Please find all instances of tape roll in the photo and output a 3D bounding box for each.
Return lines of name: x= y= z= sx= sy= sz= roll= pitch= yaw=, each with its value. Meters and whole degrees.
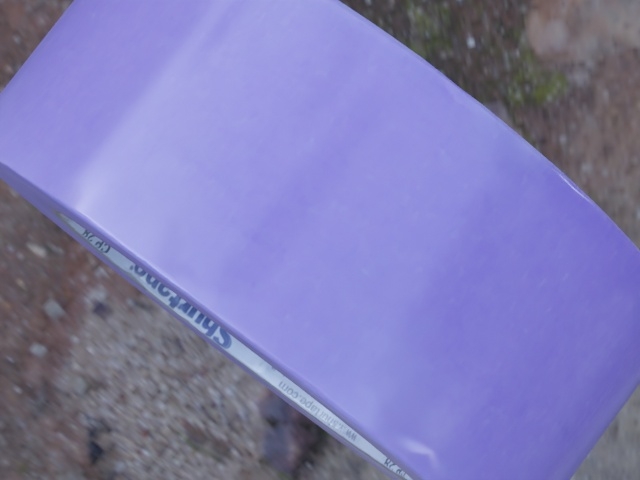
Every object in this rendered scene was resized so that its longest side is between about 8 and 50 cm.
tape roll: x=0.000 y=0.000 z=0.544 sx=0.189 sy=0.189 sz=0.080 roll=34 pitch=84 yaw=17
